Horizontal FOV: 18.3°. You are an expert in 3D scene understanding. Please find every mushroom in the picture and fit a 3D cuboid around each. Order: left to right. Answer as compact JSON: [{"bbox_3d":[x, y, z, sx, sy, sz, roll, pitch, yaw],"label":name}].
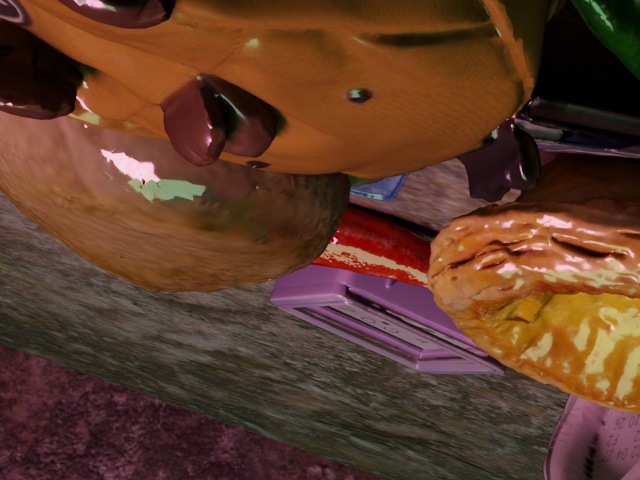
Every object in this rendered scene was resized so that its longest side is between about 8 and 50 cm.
[{"bbox_3d":[-0.099,-0.039,1.287,0.292,0.217,0.212,17,-147,-31],"label":"mushroom"}]

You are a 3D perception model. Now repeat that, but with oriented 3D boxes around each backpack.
[{"bbox_3d":[-0.057,-0.141,0.916,0.378,0.201,0.353,21,168,-13],"label":"backpack"}]

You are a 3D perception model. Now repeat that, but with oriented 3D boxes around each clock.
[{"bbox_3d":[0.070,0.056,1.800,0.193,0.073,0.145,25,166,-24],"label":"clock"}]

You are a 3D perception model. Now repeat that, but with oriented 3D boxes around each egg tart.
[{"bbox_3d":[0.225,0.024,1.353,0.319,0.128,0.319,14,162,5],"label":"egg tart"}]

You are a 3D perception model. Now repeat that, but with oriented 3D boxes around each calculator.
[{"bbox_3d":[0.122,-0.065,1.175,0.166,0.028,0.274,4,179,38],"label":"calculator"}]

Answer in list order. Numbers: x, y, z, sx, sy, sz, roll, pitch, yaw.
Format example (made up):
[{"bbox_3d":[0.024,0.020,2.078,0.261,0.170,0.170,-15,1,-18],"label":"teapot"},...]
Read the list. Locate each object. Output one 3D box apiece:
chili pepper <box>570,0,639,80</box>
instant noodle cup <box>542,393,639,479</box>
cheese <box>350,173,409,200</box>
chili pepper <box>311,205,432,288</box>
[{"bbox_3d":[0.117,-0.133,0.796,0.253,0.083,0.099,53,172,-27],"label":"chili pepper"},{"bbox_3d":[0.371,0.220,1.711,0.312,0.284,0.284,32,163,-19],"label":"instant noodle cup"},{"bbox_3d":[-0.093,-0.080,1.446,0.320,0.083,0.204,12,161,-6],"label":"cheese"},{"bbox_3d":[0.000,0.000,1.681,0.272,0.063,0.071,9,144,9],"label":"chili pepper"}]
